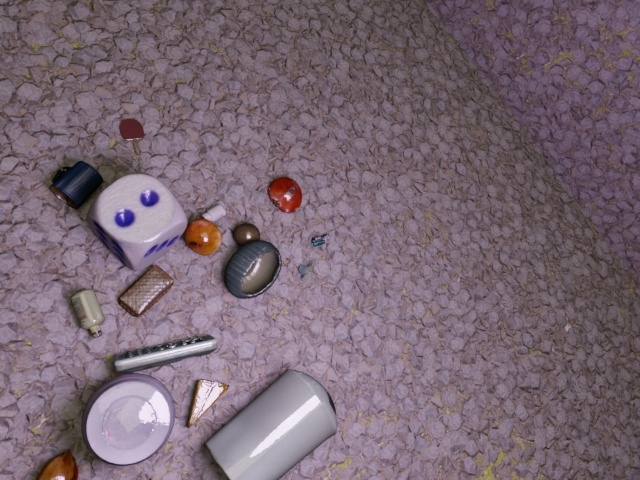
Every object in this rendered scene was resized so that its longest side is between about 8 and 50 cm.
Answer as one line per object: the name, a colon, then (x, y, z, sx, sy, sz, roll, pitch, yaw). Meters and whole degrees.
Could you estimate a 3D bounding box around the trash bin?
trash bin: (-0.150, 0.652, 1.639, 0.432, 0.280, 0.280, -34, 89, -25)

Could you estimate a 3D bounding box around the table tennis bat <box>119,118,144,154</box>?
table tennis bat: (-0.731, -0.406, 1.864, 0.087, 0.013, 0.156, -15, 79, -28)

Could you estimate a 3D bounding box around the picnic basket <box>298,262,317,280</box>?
picnic basket: (-0.049, 0.133, 1.962, 0.083, 0.065, 0.083, 25, 59, 9)

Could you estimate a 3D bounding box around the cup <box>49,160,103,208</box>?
cup: (-0.873, -0.211, 1.685, 0.150, 0.113, 0.138, 38, 62, -10)

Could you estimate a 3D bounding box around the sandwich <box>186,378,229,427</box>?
sandwich: (-0.392, 0.577, 1.663, 0.114, 0.079, 0.163, 16, 67, -17)

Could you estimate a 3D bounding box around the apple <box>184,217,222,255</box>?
apple: (-0.446, -0.010, 1.792, 0.147, 0.146, 0.146, 7, 71, -21)

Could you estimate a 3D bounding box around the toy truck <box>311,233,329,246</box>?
toy truck: (0.000, 0.000, 2.035, 0.083, 0.039, 0.044, -15, 97, -25)

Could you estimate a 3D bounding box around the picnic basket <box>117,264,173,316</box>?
picnic basket: (-0.623, 0.178, 1.705, 0.110, 0.055, 0.193, 44, 64, -5)

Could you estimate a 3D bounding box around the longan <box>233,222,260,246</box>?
longan: (-0.294, -0.026, 1.889, 0.106, 0.106, 0.119, 3, 34, -22)

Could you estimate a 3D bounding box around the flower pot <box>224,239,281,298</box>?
flower pot: (-0.257, 0.109, 1.809, 0.243, 0.157, 0.189, -46, 121, -14)

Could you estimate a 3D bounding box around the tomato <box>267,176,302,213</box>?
tomato: (-0.142, -0.202, 2.007, 0.139, 0.091, 0.159, -41, 90, -29)

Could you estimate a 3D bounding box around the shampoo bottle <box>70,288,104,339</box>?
shampoo bottle: (-0.776, 0.249, 1.602, 0.079, 0.079, 0.161, -21, 83, -27)

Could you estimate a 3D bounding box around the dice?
dice: (-0.635, -0.064, 1.663, 0.243, 0.259, 0.251, 44, 64, -3)

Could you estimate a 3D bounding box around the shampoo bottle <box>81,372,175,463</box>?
shampoo bottle: (-0.593, 0.553, 1.481, 0.273, 0.266, 0.272, 7, 73, -22)

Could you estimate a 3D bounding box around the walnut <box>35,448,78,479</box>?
walnut: (-0.799, 0.737, 1.430, 0.116, 0.116, 0.207, 19, 60, -17)

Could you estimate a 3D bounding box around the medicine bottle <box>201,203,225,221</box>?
medicine bottle: (-0.422, -0.102, 1.877, 0.089, 0.052, 0.052, -35, 89, -28)

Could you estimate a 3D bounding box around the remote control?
remote control: (-0.529, 0.391, 1.638, 0.336, 0.128, 0.065, -9, 91, -25)
